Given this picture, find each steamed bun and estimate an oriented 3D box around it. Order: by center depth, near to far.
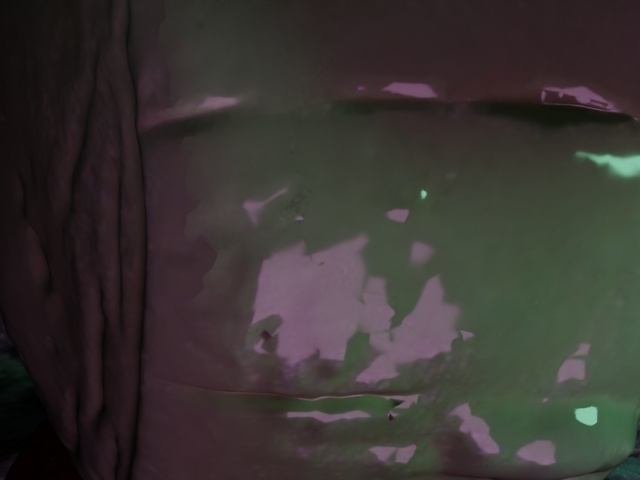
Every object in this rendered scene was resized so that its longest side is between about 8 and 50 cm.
[{"bbox_3d":[0.000,0.005,0.652,0.247,0.236,0.383,-8,152,-16],"label":"steamed bun"}]

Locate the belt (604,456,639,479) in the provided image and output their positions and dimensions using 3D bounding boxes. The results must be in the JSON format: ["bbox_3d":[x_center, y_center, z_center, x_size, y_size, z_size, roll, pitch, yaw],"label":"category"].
[{"bbox_3d":[0.090,0.198,1.133,0.160,0.207,0.295,12,127,-39],"label":"belt"}]

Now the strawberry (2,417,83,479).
[{"bbox_3d":[-0.087,0.194,0.958,0.277,0.257,0.257,-14,156,-33],"label":"strawberry"}]

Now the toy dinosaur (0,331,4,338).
[{"bbox_3d":[-0.261,0.081,0.872,0.187,0.044,0.106,-20,171,-25],"label":"toy dinosaur"}]
